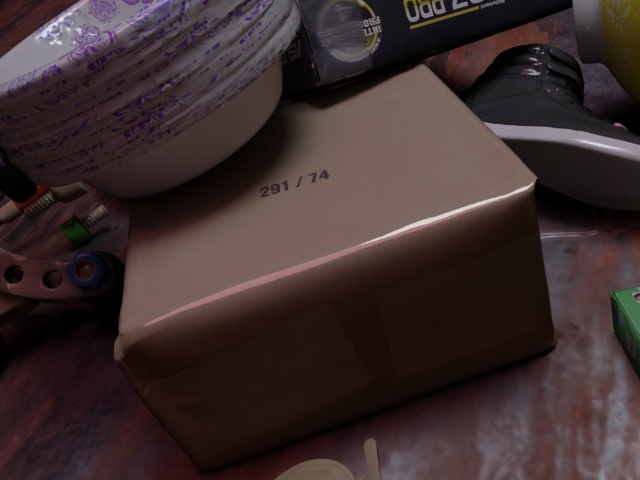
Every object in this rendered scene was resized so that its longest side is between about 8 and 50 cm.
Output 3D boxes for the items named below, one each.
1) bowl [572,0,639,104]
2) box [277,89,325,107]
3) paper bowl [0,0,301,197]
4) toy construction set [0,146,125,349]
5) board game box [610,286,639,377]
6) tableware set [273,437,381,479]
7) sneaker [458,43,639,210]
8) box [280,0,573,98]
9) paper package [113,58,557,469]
[{"bbox_3d":[0.344,-0.246,0.733,0.156,0.289,0.289,-3,37,26],"label":"bowl"},{"bbox_3d":[-0.054,-0.252,1.162,0.094,0.027,0.137,-39,39,-26],"label":"box"},{"bbox_3d":[-0.149,-0.148,0.646,0.284,0.148,0.284,-22,33,15],"label":"paper bowl"},{"bbox_3d":[-0.376,0.008,0.813,0.237,0.257,0.309,-37,15,-4],"label":"toy construction set"},{"bbox_3d":[0.339,0.120,0.434,0.214,0.046,0.317,-14,34,8],"label":"board game box"},{"bbox_3d":[-0.005,0.224,0.461,0.128,0.039,0.194,-24,27,13],"label":"tableware set"},{"bbox_3d":[0.257,-0.128,0.737,0.296,0.104,0.146,22,70,44],"label":"sneaker"},{"bbox_3d":[0.057,-0.252,0.893,0.318,0.097,0.395,-19,11,-19],"label":"box"},{"bbox_3d":[0.000,0.000,0.658,0.325,0.168,0.309,-20,34,0],"label":"paper package"}]
